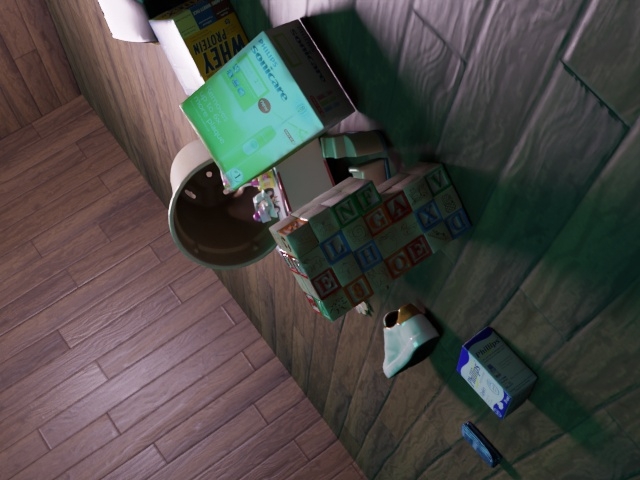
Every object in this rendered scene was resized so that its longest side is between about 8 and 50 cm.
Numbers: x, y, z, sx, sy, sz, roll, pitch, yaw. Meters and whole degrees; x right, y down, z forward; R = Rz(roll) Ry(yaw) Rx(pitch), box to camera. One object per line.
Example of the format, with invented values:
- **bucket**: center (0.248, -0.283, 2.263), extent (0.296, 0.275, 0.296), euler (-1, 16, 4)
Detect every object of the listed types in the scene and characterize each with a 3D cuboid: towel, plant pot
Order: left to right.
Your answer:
- **plant pot**: center (-0.413, -0.584, 1.955), extent (0.167, 0.188, 0.187), euler (33, 153, 33)
- **plant pot**: center (-0.280, -0.133, 2.247), extent (0.333, 0.334, 0.305), euler (67, 172, -32)
- **towel**: center (0.389, 0.499, 1.977), extent (0.119, 0.029, 0.067), euler (47, 162, 29)

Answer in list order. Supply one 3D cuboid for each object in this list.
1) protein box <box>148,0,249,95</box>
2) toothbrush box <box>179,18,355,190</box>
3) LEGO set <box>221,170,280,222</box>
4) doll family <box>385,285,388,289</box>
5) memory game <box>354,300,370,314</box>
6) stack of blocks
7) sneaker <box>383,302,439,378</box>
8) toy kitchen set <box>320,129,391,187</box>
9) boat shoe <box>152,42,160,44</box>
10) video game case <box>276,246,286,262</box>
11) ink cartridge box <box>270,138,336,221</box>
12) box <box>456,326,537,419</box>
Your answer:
- **protein box**: center (-0.265, -0.443, 1.853), extent (0.201, 0.136, 0.199), euler (26, 146, 61)
- **toothbrush box**: center (-0.107, -0.256, 1.567), extent (0.283, 0.122, 0.206), euler (-28, 95, 40)
- **LEGO set**: center (-0.169, -0.158, 1.804), extent (0.287, 0.107, 0.132), euler (-112, 11, -55)
- **doll family**: center (0.108, 0.016, 1.793), extent (0.193, 0.076, 0.111), euler (52, 160, -4)
- **memory game**: center (0.072, 0.125, 2.201), extent (0.186, 0.012, 0.186), euler (49, 163, 21)
- **stack of blocks**: center (0.086, -0.021, 1.362), extent (0.171, 0.297, 0.087), euler (62, 165, -19)
- **sneaker**: center (0.196, 0.231, 1.914), extent (0.123, 0.106, 0.290), euler (58, 156, 20)
- **toy kitchen set**: center (0.097, -0.109, 1.557), extent (0.166, 0.122, 0.207), euler (-165, 64, -67)
- **boat shoe**: center (-0.471, -0.653, 2.133), extent (0.096, 0.098, 0.277), euler (25, 136, 62)
- **video game case**: center (-0.119, -0.025, 2.443), extent (0.196, 0.026, 0.274), euler (54, 163, 7)
- **ink cartridge box**: center (-0.032, -0.079, 1.820), extent (0.283, 0.117, 0.207), euler (85, 167, -59)
- **box**: center (0.340, 0.259, 1.577), extent (0.137, 0.072, 0.126), euler (49, 162, 26)
